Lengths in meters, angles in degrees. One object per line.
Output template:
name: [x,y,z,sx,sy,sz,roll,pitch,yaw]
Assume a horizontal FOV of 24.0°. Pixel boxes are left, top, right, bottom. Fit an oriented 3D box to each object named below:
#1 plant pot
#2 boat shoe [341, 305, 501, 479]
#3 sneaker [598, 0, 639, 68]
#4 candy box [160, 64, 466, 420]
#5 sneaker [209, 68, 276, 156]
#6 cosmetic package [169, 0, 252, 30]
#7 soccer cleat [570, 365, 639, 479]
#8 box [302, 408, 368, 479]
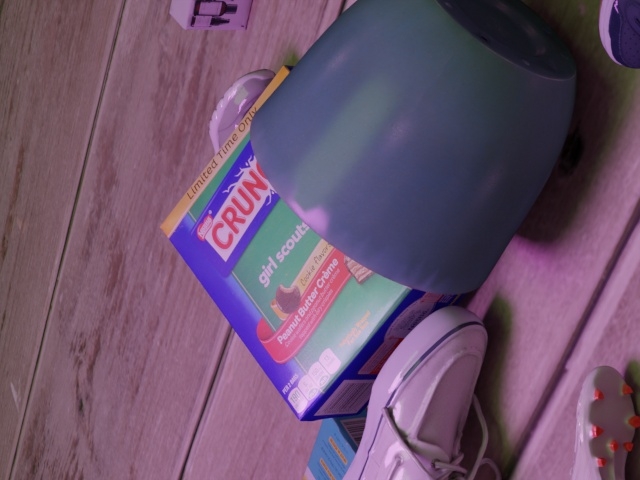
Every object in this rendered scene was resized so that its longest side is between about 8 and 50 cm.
plant pot: [0.112,-0.132,1.497,0.235,0.293,0.293,-55,47,29]
boat shoe: [0.114,0.258,1.643,0.156,0.136,0.367,41,113,41]
sneaker: [0.328,-0.202,1.238,0.282,0.099,0.153,119,144,-49]
candy box: [0.000,0.000,1.724,0.268,0.122,0.317,-52,58,24]
sneaker: [-0.082,-0.098,2.020,0.115,0.105,0.281,38,133,33]
cosmetic package: [-0.128,-0.403,2.039,0.060,0.099,0.239,47,133,43]
soccer cleat: [0.270,0.219,1.470,0.076,0.068,0.196,0,96,62]
box: [0.021,0.334,1.905,0.100,0.060,0.244,52,135,44]
